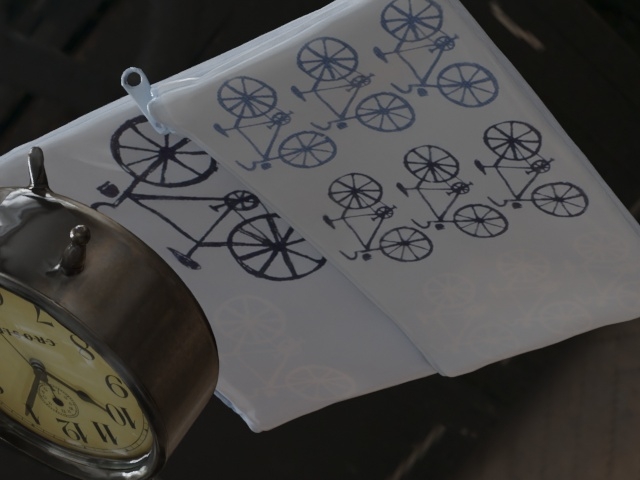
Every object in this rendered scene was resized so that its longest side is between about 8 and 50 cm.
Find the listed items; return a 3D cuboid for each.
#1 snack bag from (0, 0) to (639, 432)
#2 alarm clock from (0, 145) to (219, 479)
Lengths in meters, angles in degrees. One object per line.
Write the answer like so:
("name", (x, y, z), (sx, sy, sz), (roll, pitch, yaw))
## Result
("snack bag", (0.000, 0.000, 0.968), (0.342, 0.323, 0.037), (-20, 46, 29))
("alarm clock", (-0.099, 0.051, 0.673), (0.129, 0.192, 0.064), (11, 46, 31))
